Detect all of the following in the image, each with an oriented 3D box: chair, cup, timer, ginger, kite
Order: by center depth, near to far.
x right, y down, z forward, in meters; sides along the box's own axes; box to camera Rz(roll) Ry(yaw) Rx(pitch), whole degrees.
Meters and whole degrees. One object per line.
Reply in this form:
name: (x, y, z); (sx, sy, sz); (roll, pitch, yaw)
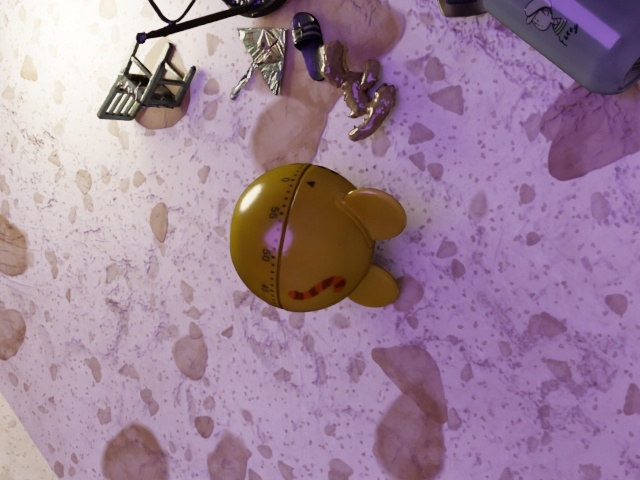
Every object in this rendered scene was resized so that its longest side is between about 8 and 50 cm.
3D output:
cup: (0.481, -0.426, 1.476); (0.312, 0.205, 0.205); (46, 118, 21)
timer: (0.000, 0.000, 1.800); (0.386, 0.376, 0.377); (9, 101, 10)
chair: (-0.263, -0.689, 1.833); (0.364, 0.410, 0.362); (-44, 71, 30)
ginger: (0.089, -0.367, 1.845); (0.149, 0.065, 0.259); (-27, 74, 21)
kite: (-0.164, -0.454, 2.034); (0.250, 0.012, 0.229); (-44, 68, 30)
chair: (-0.477, -0.404, 2.179); (0.147, 0.136, 0.270); (46, 116, 23)

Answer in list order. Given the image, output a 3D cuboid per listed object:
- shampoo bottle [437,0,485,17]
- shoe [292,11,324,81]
shampoo bottle: (0.266, -0.618, 1.567); (0.125, 0.084, 0.350); (1, 131, 24)
shoe: (-0.031, -0.472, 1.917); (0.071, 0.049, 0.179); (-21, 83, 33)
